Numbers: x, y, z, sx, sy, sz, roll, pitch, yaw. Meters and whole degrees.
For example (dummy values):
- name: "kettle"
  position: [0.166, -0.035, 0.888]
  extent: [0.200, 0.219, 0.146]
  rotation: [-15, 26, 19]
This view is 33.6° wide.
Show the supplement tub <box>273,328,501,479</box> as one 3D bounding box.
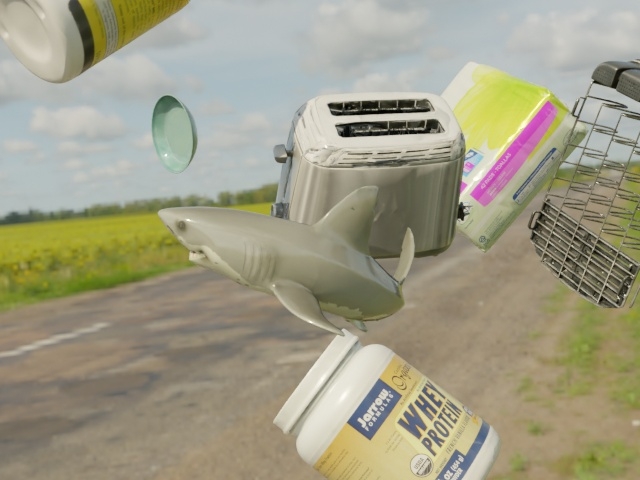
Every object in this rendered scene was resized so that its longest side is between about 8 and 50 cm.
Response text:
- name: "supplement tub"
  position: [0.104, 0.312, 1.707]
  extent: [0.316, 0.228, 0.228]
  rotation: [37, 7, 5]

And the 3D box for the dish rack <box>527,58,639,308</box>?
- name: "dish rack"
  position: [0.353, -0.063, 1.233]
  extent: [0.074, 0.272, 0.208]
  rotation: [6, 23, -29]

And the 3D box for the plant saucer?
- name: "plant saucer"
  position: [-0.216, -0.161, 1.592]
  extent: [0.021, 0.119, 0.119]
  rotation: [-13, 6, -36]

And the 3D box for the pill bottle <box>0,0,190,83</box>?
- name: "pill bottle"
  position: [-0.188, -0.242, 0.963]
  extent: [0.208, 0.119, 0.119]
  rotation: [-41, 22, -31]

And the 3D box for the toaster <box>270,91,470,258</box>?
- name: "toaster"
  position: [0.062, -0.067, 1.108]
  extent: [0.226, 0.147, 0.129]
  rotation: [-2, 40, -10]

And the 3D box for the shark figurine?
- name: "shark figurine"
  position: [0.026, 0.011, 0.858]
  extent: [0.166, 0.116, 0.278]
  rotation: [28, 7, 42]

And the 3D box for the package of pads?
- name: "package of pads"
  position: [0.225, -0.133, 1.508]
  extent: [0.101, 0.229, 0.296]
  rotation: [38, 4, -22]
